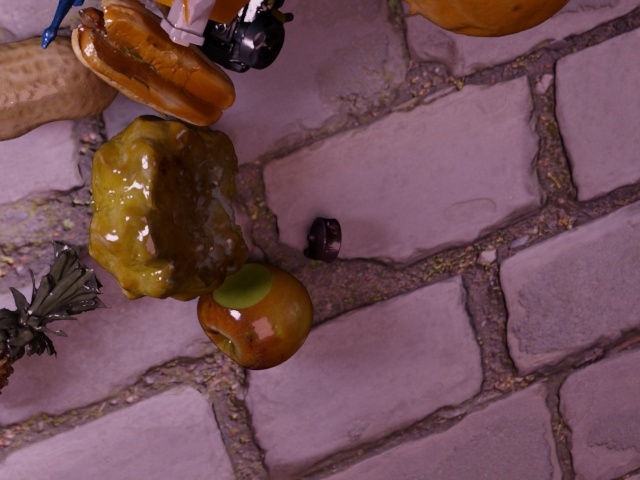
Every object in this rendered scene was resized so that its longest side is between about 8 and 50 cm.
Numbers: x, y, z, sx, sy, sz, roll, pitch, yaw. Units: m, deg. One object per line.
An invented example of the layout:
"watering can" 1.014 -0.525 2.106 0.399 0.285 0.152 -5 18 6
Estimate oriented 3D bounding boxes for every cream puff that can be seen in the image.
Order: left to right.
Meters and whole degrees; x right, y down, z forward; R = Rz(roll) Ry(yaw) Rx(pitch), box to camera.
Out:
"cream puff" -0.222 -0.042 1.897 0.282 0.185 0.282 5 84 -54

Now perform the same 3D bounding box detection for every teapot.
"teapot" 0.000 0.000 2.062 0.045 0.068 0.100 10 145 -23

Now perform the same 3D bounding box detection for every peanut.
"peanut" -0.373 -0.199 1.777 0.253 0.137 0.122 -16 78 -15

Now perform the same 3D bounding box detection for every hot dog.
"hot dog" -0.209 -0.224 1.768 0.109 0.072 0.269 -44 136 13

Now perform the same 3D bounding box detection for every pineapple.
"pineapple" -0.424 0.119 1.921 0.277 0.119 0.130 -38 79 -2

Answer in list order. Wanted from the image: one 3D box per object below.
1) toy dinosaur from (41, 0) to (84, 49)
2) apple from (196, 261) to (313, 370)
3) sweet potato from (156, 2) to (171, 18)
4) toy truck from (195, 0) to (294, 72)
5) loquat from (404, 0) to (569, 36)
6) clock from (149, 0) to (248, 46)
"toy dinosaur" -0.289 -0.374 1.720 0.076 0.144 0.329 29 78 -19
"apple" -0.092 0.109 2.046 0.147 0.163 0.146 -45 140 -23
"sweet potato" -0.192 -0.374 1.795 0.060 0.068 0.206 11 118 -1
"toy truck" -0.080 -0.338 1.820 0.165 0.147 0.224 -24 138 -60
"loquat" 0.222 -0.426 1.794 0.328 0.328 0.328 -9 118 -18
"clock" -0.137 -0.394 1.623 0.166 0.235 0.309 15 107 -27
